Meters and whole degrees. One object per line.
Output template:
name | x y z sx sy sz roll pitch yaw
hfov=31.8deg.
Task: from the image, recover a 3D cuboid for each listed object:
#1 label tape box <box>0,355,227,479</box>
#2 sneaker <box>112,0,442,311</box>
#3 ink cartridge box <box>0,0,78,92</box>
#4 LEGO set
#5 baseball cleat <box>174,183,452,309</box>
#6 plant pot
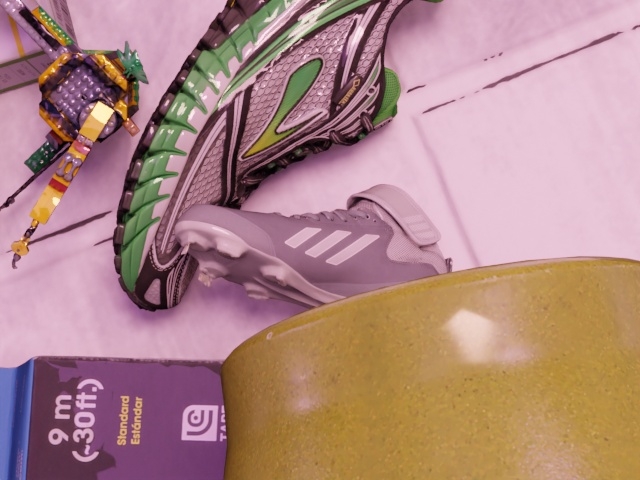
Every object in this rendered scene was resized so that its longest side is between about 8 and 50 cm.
label tape box | -0.130 0.201 0.745 0.333 0.106 0.241 1 80 5
sneaker | -0.027 -0.092 0.774 0.146 0.134 0.344 34 94 -9
ink cartridge box | -0.296 -0.157 0.843 0.209 0.062 0.109 -17 80 3
LEGO set | -0.286 -0.070 0.714 0.331 0.192 0.255 -33 101 6
baseball cleat | 0.000 0.000 0.761 0.205 0.072 0.110 26 65 -28
plant pot | 0.094 0.205 0.545 0.366 0.366 0.353 -12 74 3
